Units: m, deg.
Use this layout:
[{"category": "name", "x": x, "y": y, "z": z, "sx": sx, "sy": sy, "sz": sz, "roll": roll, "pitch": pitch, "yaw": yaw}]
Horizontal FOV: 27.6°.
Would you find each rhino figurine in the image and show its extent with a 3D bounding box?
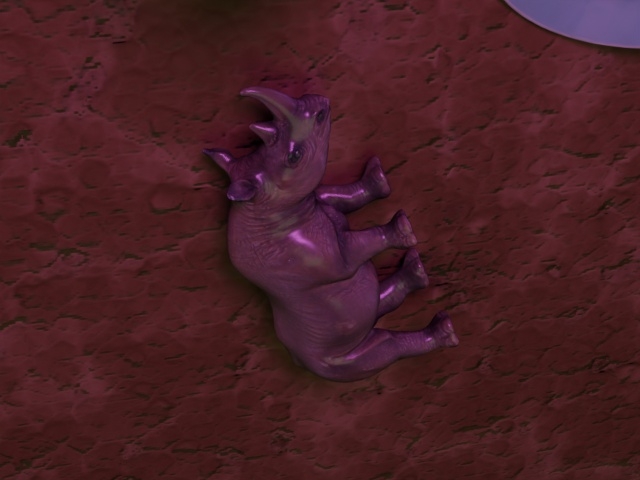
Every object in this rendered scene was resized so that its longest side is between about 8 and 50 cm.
[{"category": "rhino figurine", "x": 0.000, "y": 0.000, "z": 0.786, "sx": 0.106, "sy": 0.073, "sz": 0.243, "roll": -26, "pitch": 133, "yaw": 1}]

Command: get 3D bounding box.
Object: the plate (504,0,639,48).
[{"category": "plate", "x": 0.180, "y": -0.160, "z": 0.690, "sx": 0.188, "sy": 0.024, "sz": 0.188, "roll": 5, "pitch": 156, "yaw": 2}]
